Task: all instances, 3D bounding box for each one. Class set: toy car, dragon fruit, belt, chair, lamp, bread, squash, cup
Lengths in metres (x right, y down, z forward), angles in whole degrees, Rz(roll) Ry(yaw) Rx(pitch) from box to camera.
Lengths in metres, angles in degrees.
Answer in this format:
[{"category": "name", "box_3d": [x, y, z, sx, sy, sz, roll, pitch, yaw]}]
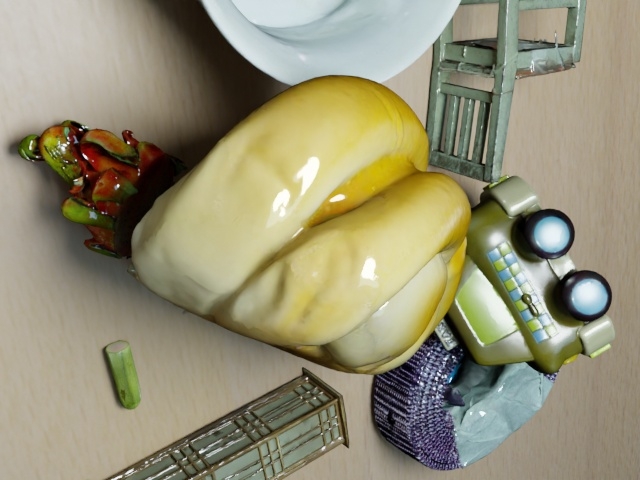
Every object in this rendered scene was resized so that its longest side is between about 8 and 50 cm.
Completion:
[{"category": "toy car", "box_3d": [0.229, 0.063, 1.037, 0.198, 0.204, 0.248, -30, 89, 1]}, {"category": "dragon fruit", "box_3d": [-0.202, -0.061, 0.801, 0.175, 0.142, 0.138, 38, 45, -17]}, {"category": "belt", "box_3d": [0.222, 0.183, 1.195, 0.325, 0.122, 0.260, -47, 123, -16]}, {"category": "chair", "box_3d": [0.234, -0.225, 1.041, 0.147, 0.136, 0.271, -13, 112, -31]}, {"category": "lamp", "box_3d": [-0.118, 0.272, 0.994, 0.325, 0.089, 0.090, -25, 120, -28]}, {"category": "bread", "box_3d": [-0.008, 0.025, 0.809, 0.328, 0.245, 0.424, -29, 165, 1]}, {"category": "squash", "box_3d": [-0.218, 0.154, 0.916, 0.027, 0.027, 0.083, -23, 118, -29]}, {"category": "cup", "box_3d": [-0.018, -0.327, 0.800, 0.347, 0.163, 0.347, -13, 113, -33]}]
